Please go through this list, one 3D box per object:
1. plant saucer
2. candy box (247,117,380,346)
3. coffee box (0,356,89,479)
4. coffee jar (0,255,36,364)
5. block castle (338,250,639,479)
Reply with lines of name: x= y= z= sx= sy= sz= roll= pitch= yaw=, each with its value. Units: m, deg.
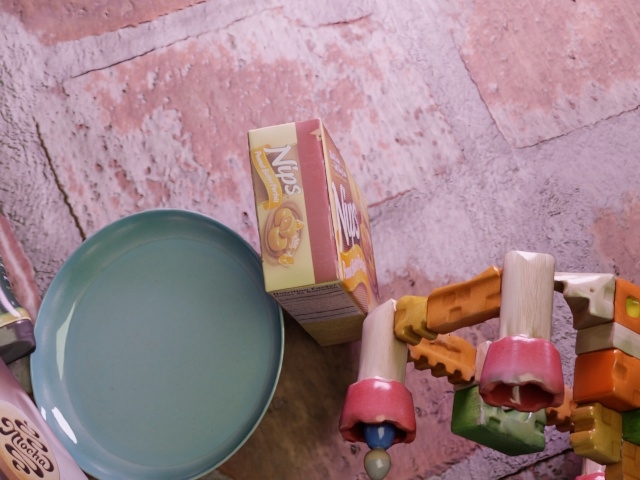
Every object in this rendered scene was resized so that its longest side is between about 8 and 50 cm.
plant saucer: x=-0.180 y=0.122 z=1.745 sx=0.318 sy=0.044 sz=0.317 roll=-5 pitch=75 yaw=21
candy box: x=0.000 y=0.000 z=1.759 sx=0.088 sy=0.316 sz=0.183 roll=-10 pitch=74 yaw=9
coffee box: x=-0.394 y=0.194 z=1.636 sx=0.119 sy=0.168 sz=0.297 roll=-34 pitch=93 yaw=14
coffee jar: x=-0.394 y=0.058 z=1.760 sx=0.096 sy=0.079 sz=0.184 roll=-23 pitch=81 yaw=-12
block castle: x=0.276 y=0.205 z=1.713 sx=0.453 sy=0.303 sz=0.212 roll=26 pitch=59 yaw=-33
